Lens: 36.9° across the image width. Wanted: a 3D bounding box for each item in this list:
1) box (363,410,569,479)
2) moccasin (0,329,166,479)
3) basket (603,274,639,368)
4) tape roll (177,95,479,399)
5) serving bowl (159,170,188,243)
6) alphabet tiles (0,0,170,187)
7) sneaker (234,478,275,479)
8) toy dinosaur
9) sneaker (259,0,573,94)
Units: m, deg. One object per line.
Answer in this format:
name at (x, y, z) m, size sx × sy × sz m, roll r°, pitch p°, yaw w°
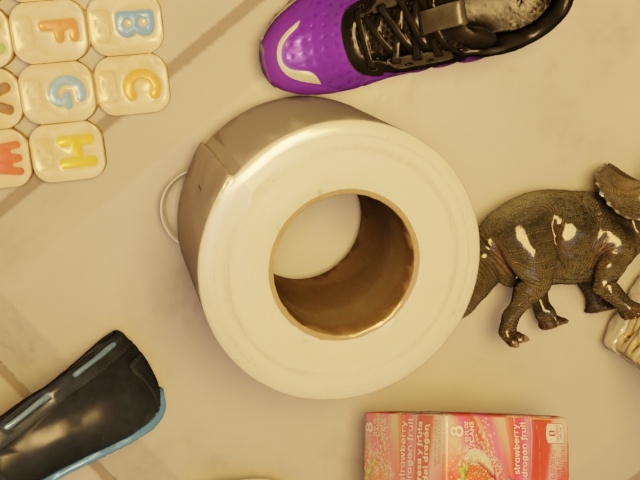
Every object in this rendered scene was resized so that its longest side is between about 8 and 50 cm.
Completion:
box at (0.135, 0.316, 0.915) m, size 0.154 × 0.142 × 0.299 m, roll 7°, pitch 79°, yaw -30°
moccasin at (-0.321, 0.191, 0.912) m, size 0.342 × 0.138 × 0.116 m, roll -25°, pitch 97°, yaw -29°
basket at (0.521, 0.078, 0.900) m, size 0.331 × 0.266 × 0.328 m, roll 29°, pitch 100°, yaw -13°
tape roll at (0.000, 0.000, 0.866) m, size 0.246 × 0.169 × 0.246 m, roll -4°, pitch 107°, yaw -14°
serving bowl at (-0.114, -0.033, 0.939) m, size 0.083 × 0.027 × 0.083 m, roll -1°, pitch 105°, yaw -4°
alphabet tiles at (-0.286, -0.190, 0.889) m, size 0.278 × 0.021 × 0.284 m, roll -5°, pitch 104°, yaw -3°
sneaker at (-0.014, 0.352, 0.983) m, size 0.305 × 0.152 × 0.114 m, roll 32°, pitch 106°, yaw -11°
toy dinosaur at (0.231, 0.010, 0.951) m, size 0.314 × 0.121 × 0.160 m, roll -13°, pitch 93°, yaw 4°
sneaker at (0.088, -0.198, 0.851) m, size 0.294 × 0.146 × 0.102 m, roll -15°, pitch 105°, yaw -1°
